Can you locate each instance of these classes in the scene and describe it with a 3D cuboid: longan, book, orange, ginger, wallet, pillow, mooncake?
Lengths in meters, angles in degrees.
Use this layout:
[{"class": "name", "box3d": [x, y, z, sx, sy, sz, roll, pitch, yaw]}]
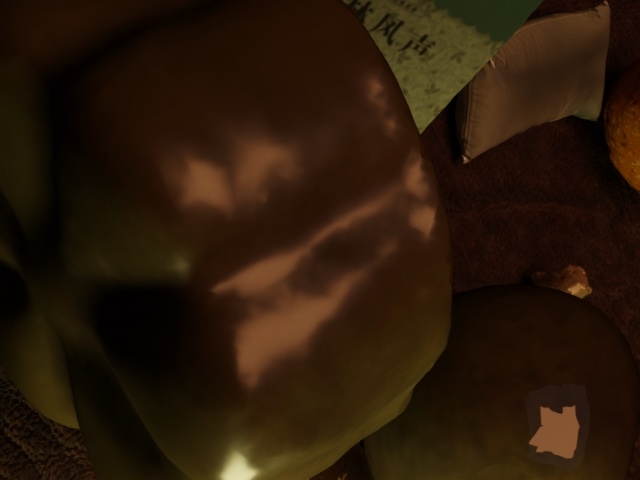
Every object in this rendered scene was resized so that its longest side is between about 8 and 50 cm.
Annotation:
[{"class": "longan", "box3d": [0.183, 0.176, 1.807, 0.297, 0.297, 0.297, 1, 88, -44]}, {"class": "book", "box3d": [0.065, -0.230, 1.569, 0.264, 0.379, 0.031, 25, 32, -31]}, {"class": "orange", "box3d": [0.428, -0.138, 2.128, 0.161, 0.193, 0.193, -30, 111, -21]}, {"class": "ginger", "box3d": [0.231, 0.154, 2.006, 0.089, 0.075, 0.288, 23, 70, 2]}, {"class": "wallet", "box3d": [0.022, 0.244, 1.830, 0.095, 0.026, 0.176, -54, 125, -38]}, {"class": "pillow", "box3d": [0.245, -0.181, 2.025, 0.254, 0.078, 0.144, -20, 113, -43]}, {"class": "mooncake", "box3d": [-0.120, -0.011, 1.417, 0.262, 0.467, 0.467, -29, 109, -30]}]
